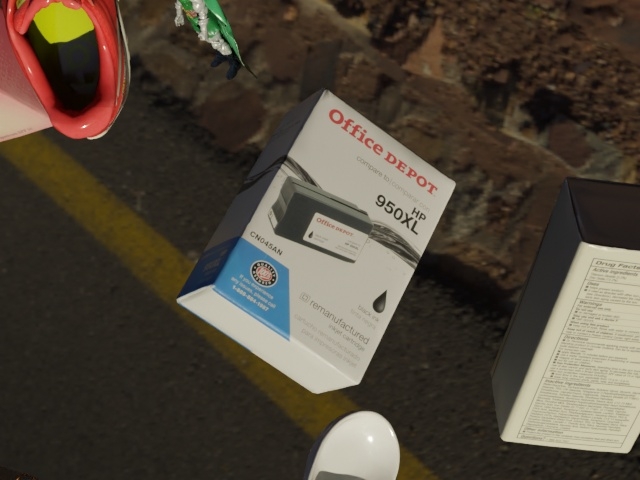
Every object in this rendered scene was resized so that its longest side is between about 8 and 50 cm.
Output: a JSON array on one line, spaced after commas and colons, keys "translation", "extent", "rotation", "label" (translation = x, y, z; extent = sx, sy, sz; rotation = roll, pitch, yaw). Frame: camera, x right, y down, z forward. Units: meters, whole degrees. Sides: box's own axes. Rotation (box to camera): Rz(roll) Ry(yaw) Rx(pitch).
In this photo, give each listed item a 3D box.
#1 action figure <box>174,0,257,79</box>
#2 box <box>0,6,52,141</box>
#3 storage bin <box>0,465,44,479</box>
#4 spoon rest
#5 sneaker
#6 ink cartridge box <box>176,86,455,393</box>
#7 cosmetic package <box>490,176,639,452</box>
[{"translation": [-0.191, -0.356, 1.902], "extent": [0.063, 0.232, 0.137], "rotation": [-44, 51, -10], "label": "action figure"}, {"translation": [-0.476, -0.238, 1.600], "extent": [0.149, 0.232, 0.127], "rotation": [-11, 67, 31], "label": "box"}, {"translation": [-0.503, 0.424, 1.978], "extent": [0.091, 0.135, 0.098], "rotation": [-115, 47, -73], "label": "storage bin"}, {"translation": [-0.010, 0.311, 1.421], "extent": [0.084, 0.276, 0.137], "rotation": [18, 137, 56], "label": "spoon rest"}, {"translation": [-0.197, -0.206, 0.875], "extent": [0.107, 0.118, 0.279], "rotation": [-16, 115, -1], "label": "sneaker"}, {"translation": [0.000, 0.000, 1.908], "extent": [0.166, 0.285, 0.395], "rotation": [-25, 34, 61], "label": "ink cartridge box"}, {"translation": [0.303, 0.089, 1.300], "extent": [0.113, 0.160, 0.309], "rotation": [-91, 11, -49], "label": "cosmetic package"}]
